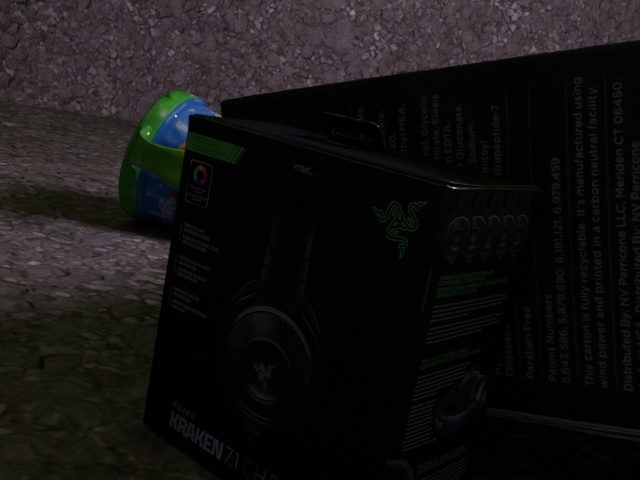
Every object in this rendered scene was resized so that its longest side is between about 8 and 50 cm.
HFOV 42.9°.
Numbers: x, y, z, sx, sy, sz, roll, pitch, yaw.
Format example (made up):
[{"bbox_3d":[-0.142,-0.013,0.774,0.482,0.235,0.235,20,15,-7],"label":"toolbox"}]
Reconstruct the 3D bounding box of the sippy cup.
[{"bbox_3d":[-0.178,-0.103,1.361,0.224,0.240,0.305,24,39,11],"label":"sippy cup"}]

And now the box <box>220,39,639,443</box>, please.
[{"bbox_3d":[0.237,-0.030,0.835,0.471,0.298,0.480,-1,8,40],"label":"box"}]

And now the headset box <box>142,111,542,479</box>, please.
[{"bbox_3d":[0.007,0.047,0.623,0.246,0.283,0.131,21,15,38],"label":"headset box"}]
